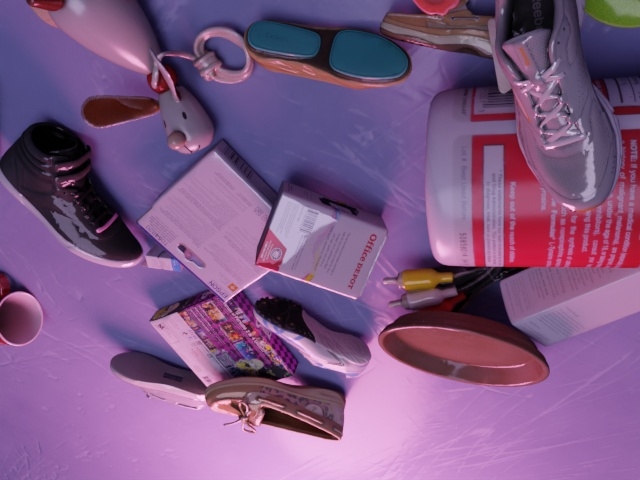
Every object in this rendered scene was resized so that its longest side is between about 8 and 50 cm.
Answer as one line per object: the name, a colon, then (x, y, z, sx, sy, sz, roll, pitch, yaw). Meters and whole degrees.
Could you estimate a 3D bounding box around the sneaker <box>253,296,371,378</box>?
sneaker: (-0.023, 0.184, 1.137, 0.237, 0.085, 0.086, 29, 122, -3)

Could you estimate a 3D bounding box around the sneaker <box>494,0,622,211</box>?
sneaker: (0.213, -0.151, 0.593, 0.099, 0.121, 0.263, -15, 92, 36)

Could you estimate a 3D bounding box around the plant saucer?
plant saucer: (0.233, 0.179, 1.020, 0.277, 0.041, 0.278, 13, 156, 6)

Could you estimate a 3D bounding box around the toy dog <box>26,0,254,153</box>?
toy dog: (-0.276, -0.257, 0.854, 0.333, 0.161, 0.220, 39, 128, -11)

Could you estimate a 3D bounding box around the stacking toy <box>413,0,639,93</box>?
stacking toy: (0.248, -0.341, 0.659, 0.308, 0.130, 0.280, -24, 105, 41)

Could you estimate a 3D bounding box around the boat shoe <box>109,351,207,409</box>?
boat shoe: (-0.344, 0.310, 1.325, 0.227, 0.079, 0.081, 18, 123, 0)

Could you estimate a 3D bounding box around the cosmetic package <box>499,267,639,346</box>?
cosmetic package: (0.398, 0.067, 0.911, 0.231, 0.086, 0.117, -31, 136, 30)

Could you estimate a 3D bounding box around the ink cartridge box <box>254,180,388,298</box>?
ink cartridge box: (0.000, 0.000, 0.972, 0.175, 0.072, 0.128, 20, 108, -10)

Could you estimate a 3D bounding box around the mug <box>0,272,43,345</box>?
mug: (-0.695, 0.156, 1.325, 0.169, 0.151, 0.113, -9, 158, 27)

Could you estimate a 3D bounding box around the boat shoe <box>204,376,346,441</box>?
boat shoe: (-0.090, 0.335, 1.222, 0.284, 0.089, 0.105, 6, 142, -3)

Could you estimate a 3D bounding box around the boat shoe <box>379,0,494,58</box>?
boat shoe: (0.172, -0.275, 0.779, 0.189, 0.068, 0.072, 10, 111, 1)

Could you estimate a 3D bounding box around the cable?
cable: (0.251, 0.071, 0.985, 0.287, 0.072, 0.140, -17, 123, 26)

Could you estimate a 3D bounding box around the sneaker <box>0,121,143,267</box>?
sneaker: (-0.410, -0.078, 1.054, 0.295, 0.105, 0.147, 41, 130, -8)

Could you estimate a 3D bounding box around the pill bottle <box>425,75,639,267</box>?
pill bottle: (0.342, -0.080, 0.753, 0.407, 0.229, 0.229, 0, 124, 17)

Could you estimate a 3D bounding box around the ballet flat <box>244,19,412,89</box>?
ballet flat: (0.011, -0.249, 0.840, 0.232, 0.080, 0.073, 17, 168, 10)

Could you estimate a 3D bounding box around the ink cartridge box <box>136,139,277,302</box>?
ink cartridge box: (-0.164, -0.024, 1.053, 0.224, 0.045, 0.223, -34, 110, 29)

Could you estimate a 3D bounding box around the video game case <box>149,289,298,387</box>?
video game case: (-0.191, 0.203, 1.227, 0.210, 0.042, 0.232, -23, 115, 29)

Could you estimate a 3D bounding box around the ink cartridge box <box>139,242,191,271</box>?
ink cartridge box: (-0.285, 0.027, 1.128, 0.083, 0.048, 0.028, 6, 125, 12)
